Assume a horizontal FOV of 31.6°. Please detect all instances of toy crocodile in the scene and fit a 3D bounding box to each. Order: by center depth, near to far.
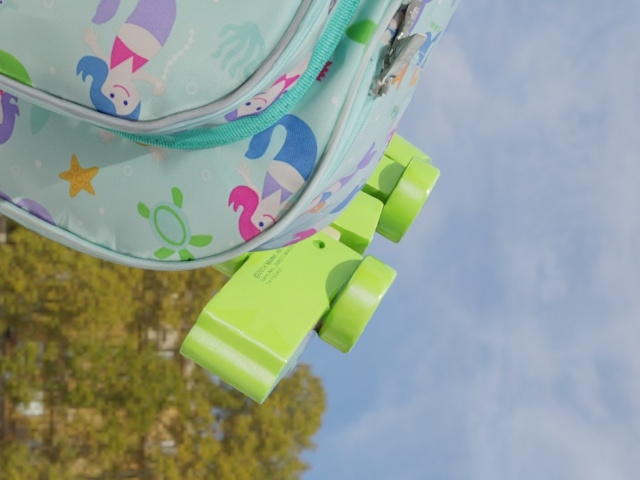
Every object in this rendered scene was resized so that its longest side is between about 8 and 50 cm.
[{"bbox_3d":[0.000,0.000,0.807,0.105,0.115,0.340,-63,177,37],"label":"toy crocodile"}]

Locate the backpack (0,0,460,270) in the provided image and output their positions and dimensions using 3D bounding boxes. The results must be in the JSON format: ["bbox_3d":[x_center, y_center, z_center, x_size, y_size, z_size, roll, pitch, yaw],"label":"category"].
[{"bbox_3d":[-0.058,-0.115,0.457,0.254,0.225,0.191,-67,169,15],"label":"backpack"}]
